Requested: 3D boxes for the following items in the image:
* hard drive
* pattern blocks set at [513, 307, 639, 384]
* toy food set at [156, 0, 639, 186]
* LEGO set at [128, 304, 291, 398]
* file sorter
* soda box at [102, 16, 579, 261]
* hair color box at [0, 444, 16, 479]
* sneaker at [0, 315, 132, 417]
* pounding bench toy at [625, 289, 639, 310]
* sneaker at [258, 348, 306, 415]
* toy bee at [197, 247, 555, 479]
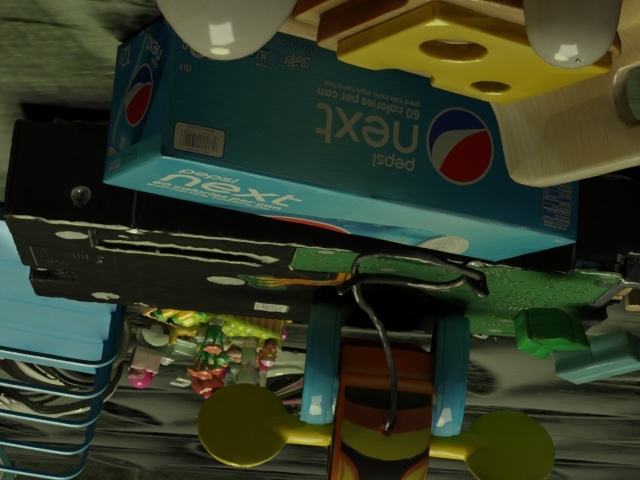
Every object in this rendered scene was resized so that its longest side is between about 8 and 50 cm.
[{"bbox_3d":[0.000,0.000,1.046,0.339,0.064,0.237,6,168,-2],"label":"hard drive"},{"bbox_3d":[0.261,0.016,0.935,0.324,0.026,0.285,-13,164,10],"label":"pattern blocks set"},{"bbox_3d":[0.017,-0.074,0.620,0.306,0.092,0.219,13,166,-30],"label":"toy food set"},{"bbox_3d":[-0.085,0.100,1.443,0.132,0.107,0.287,6,168,-5],"label":"LEGO set"},{"bbox_3d":[-0.194,0.072,1.216,0.118,0.104,0.170,11,145,-9],"label":"file sorter"},{"bbox_3d":[0.014,-0.043,0.830,0.210,0.067,0.071,12,166,-26],"label":"soda box"},{"bbox_3d":[-0.429,0.159,1.431,0.347,0.174,0.105,19,144,30],"label":"hair color box"},{"bbox_3d":[-0.198,0.085,1.426,0.153,0.101,0.268,1,165,28],"label":"sneaker"},{"bbox_3d":[0.232,0.029,1.114,0.065,0.052,0.083,10,167,-23],"label":"pounding bench toy"},{"bbox_3d":[0.023,0.150,1.707,0.178,0.077,0.072,7,169,-13],"label":"sneaker"},{"bbox_3d":[0.021,0.113,1.036,0.195,0.162,0.298,2,168,21],"label":"toy bee"}]
